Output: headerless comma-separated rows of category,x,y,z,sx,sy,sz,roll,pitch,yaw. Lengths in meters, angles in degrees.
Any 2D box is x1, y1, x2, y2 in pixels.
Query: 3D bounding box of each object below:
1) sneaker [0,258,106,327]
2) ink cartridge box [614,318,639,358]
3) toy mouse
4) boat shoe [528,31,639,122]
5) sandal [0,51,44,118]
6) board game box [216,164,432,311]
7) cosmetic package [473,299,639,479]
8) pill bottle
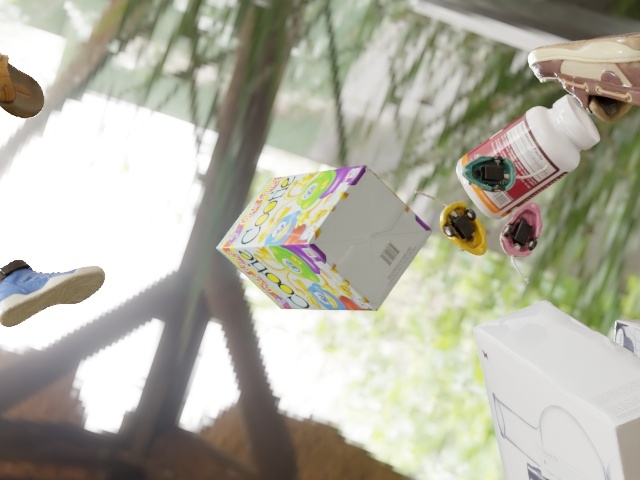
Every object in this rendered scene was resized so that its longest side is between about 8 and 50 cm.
sneaker,-0.358,0.050,2.102,0.152,0.058,0.084,-24,-128,-18
ink cartridge box,0.428,0.195,1.774,0.065,0.165,0.332,0,-172,-25
toy mouse,0.190,-0.036,1.738,0.161,0.143,0.031,49,158,-7
boat shoe,0.399,-0.228,2.332,0.123,0.123,0.342,-11,-173,-20
sandal,-0.352,-0.176,1.793,0.049,0.072,0.180,-15,168,24
board game box,0.000,0.000,2.269,0.142,0.144,0.275,44,159,-21
cosmetic package,0.280,0.278,1.576,0.097,0.377,0.284,-19,-160,-13
pill bottle,0.237,-0.097,1.852,0.086,0.152,0.086,44,-156,-26
